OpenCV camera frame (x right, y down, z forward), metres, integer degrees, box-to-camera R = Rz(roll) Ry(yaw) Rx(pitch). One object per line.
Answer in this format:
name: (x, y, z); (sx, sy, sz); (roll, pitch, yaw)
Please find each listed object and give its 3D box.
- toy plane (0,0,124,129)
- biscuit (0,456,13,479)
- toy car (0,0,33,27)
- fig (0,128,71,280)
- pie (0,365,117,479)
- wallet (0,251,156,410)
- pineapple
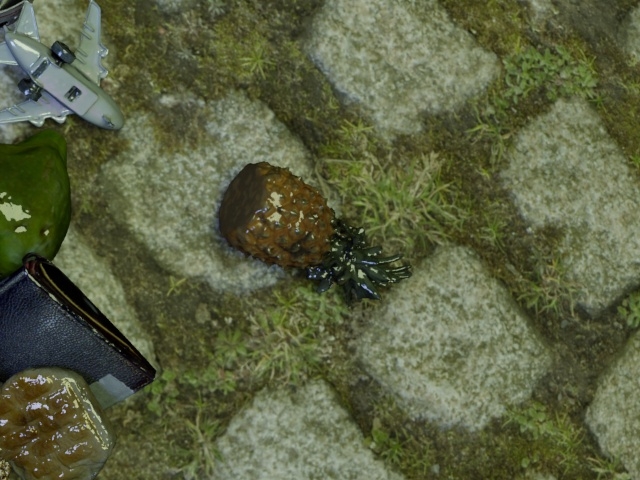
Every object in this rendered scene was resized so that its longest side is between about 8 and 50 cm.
toy plane: (-0.398, -0.244, 1.936); (0.251, 0.101, 0.255); (-45, 122, 6)
biscuit: (-0.492, 0.342, 1.869); (0.064, 0.034, 0.199); (28, 73, -19)
toy car: (-0.527, -0.427, 1.918); (0.089, 0.108, 0.210); (-37, 92, -22)
fig: (-0.446, -0.076, 1.881); (0.206, 0.206, 0.275); (45, 45, -13)
pie: (-0.400, 0.277, 1.831); (0.195, 0.046, 0.195); (1, 103, 5)
wallet: (-0.395, 0.152, 1.841); (0.262, 0.221, 0.071); (46, 34, -16)
pineapple: (0.000, 0.000, 2.090); (0.340, 0.169, 0.169); (26, 73, -28)
